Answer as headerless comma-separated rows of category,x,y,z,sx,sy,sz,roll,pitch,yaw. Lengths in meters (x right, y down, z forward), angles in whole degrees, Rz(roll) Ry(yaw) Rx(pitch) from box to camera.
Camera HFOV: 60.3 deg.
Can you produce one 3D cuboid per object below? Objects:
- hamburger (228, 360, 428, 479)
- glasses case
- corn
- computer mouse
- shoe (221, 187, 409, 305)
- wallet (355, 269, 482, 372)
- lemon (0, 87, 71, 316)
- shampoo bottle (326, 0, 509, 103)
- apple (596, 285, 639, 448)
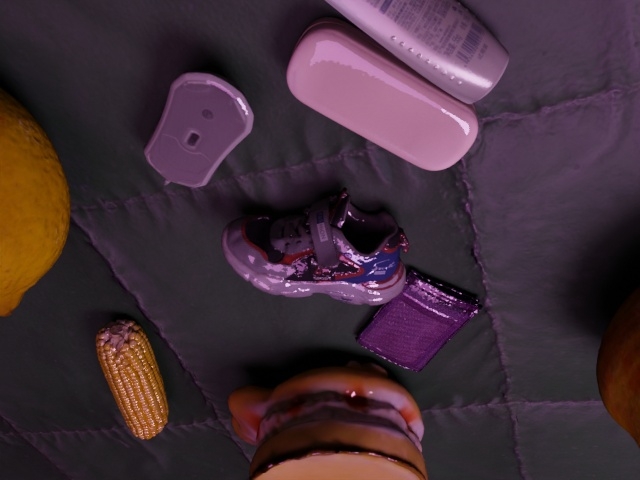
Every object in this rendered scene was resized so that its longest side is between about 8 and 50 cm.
hamburger,0.008,0.310,0.842,0.303,0.186,0.260,-9,130,5
glasses case,0.062,-0.141,0.542,0.197,0.050,0.083,28,131,-12
corn,-0.302,0.230,0.902,0.081,0.081,0.248,4,129,7
computer mouse,-0.131,-0.118,0.594,0.089,0.056,0.182,32,136,-15
shoe,0.000,0.000,0.635,0.228,0.099,0.125,11,139,-5
wallet,0.130,0.116,0.758,0.111,0.030,0.165,22,131,-10
lemon,-0.397,-0.049,0.575,0.268,0.267,0.267,5,130,6
shampoo bottle,0.070,-0.202,0.484,0.213,0.049,0.072,32,88,-13
apple,0.449,0.156,0.573,0.302,0.301,0.301,5,130,6
